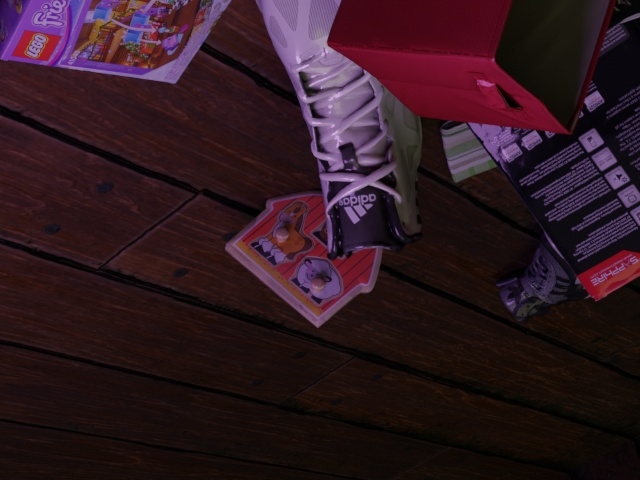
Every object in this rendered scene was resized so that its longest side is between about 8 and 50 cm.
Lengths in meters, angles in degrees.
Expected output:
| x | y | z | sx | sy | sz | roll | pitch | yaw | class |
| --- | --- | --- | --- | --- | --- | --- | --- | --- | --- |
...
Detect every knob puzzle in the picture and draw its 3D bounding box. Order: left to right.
| x | y | z | sx | sy | sz | roll | pitch | yaw | class |
| --- | --- | --- | --- | --- | --- | --- | --- | --- | --- |
| 0.000 | 0.000 | 1.623 | 0.213 | 0.213 | 0.030 | -12 | 150 | -15 | knob puzzle |

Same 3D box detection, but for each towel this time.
| x | y | z | sx | sy | sz | roll | pitch | yaw | class |
| --- | --- | --- | --- | --- | --- | --- | --- | --- | --- |
| 0.226 | -0.140 | 1.692 | 0.113 | 0.023 | 0.152 | -20 | 153 | 3 | towel |

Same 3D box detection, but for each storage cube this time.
| x | y | z | sx | sy | sz | roll | pitch | yaw | class |
| --- | --- | --- | --- | --- | --- | --- | --- | --- | --- |
| 0.155 | -0.232 | 1.183 | 0.193 | 0.215 | 0.184 | 11 | 169 | 38 | storage cube |

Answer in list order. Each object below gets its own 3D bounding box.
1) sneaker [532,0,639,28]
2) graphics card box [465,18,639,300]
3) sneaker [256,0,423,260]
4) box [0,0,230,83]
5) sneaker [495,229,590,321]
| x | y | z | sx | sy | sz | roll | pitch | yaw | class |
| --- | --- | --- | --- | --- | --- | --- | --- | --- | --- |
| 0.301 | -0.249 | 1.284 | 0.217 | 0.079 | 0.121 | -27 | -165 | 19 | sneaker |
| 0.320 | -0.138 | 1.443 | 0.233 | 0.094 | 0.371 | -34 | 104 | 22 | graphics card box |
| 0.049 | -0.134 | 1.317 | 0.169 | 0.257 | 0.447 | -13 | 152 | 9 | sneaker |
| -0.169 | -0.277 | 1.164 | 0.201 | 0.057 | 0.293 | 3 | 143 | -37 | box |
| 0.371 | 0.061 | 2.033 | 0.153 | 0.101 | 0.268 | -28 | 153 | 7 | sneaker |
